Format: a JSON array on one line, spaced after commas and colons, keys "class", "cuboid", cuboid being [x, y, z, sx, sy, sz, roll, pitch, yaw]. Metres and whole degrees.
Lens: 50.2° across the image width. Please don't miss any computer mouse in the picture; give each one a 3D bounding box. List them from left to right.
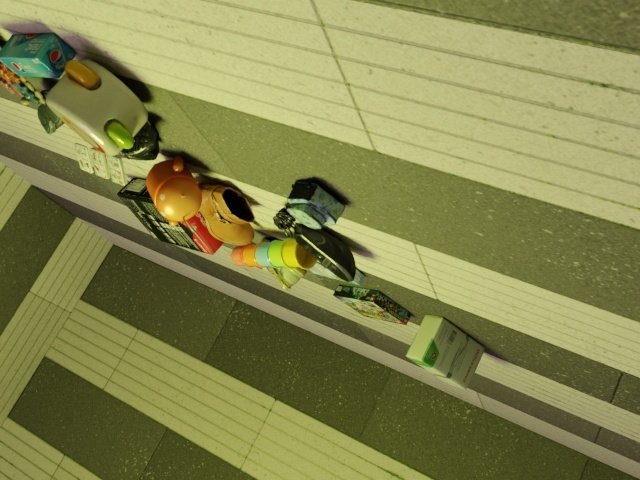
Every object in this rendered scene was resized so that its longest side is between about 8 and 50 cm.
[{"class": "computer mouse", "cuboid": [0.000, 0.000, 1.810, 0.272, 0.072, 0.188, 41, 166, -3]}]

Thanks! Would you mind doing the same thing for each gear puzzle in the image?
[{"class": "gear puzzle", "cuboid": [-0.819, -0.458, 1.664, 0.176, 0.044, 0.339, 28, 160, 33]}]

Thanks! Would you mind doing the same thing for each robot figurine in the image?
[{"class": "robot figurine", "cuboid": [-0.393, -0.136, 1.831, 0.128, 0.158, 0.219, 39, -171, -42]}]

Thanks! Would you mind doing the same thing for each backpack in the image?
[{"class": "backpack", "cuboid": [-0.012, -0.073, 1.533, 0.114, 0.084, 0.105, 32, 167, -26]}]

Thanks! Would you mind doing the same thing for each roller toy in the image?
[{"class": "roller toy", "cuboid": [-0.485, -0.296, 1.496, 0.209, 0.146, 0.191, 43, 168, -22]}]

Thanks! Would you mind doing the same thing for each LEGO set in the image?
[{"class": "LEGO set", "cuboid": [-0.552, -0.272, 1.692, 0.183, 0.060, 0.244, 20, 130, 32]}]

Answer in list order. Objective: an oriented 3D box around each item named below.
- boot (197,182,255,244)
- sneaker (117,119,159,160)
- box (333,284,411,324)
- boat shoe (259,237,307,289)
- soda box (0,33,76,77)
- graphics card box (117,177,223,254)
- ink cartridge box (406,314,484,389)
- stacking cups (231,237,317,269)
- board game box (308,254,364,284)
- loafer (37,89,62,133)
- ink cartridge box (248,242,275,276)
[{"class": "boot", "cuboid": [-0.245, -0.073, 1.955, 0.220, 0.109, 0.283, 4, 146, 48]}, {"class": "sneaker", "cuboid": [-0.451, -0.254, 1.731, 0.124, 0.107, 0.283, 15, 177, -37]}, {"class": "box", "cuboid": [0.168, 0.212, 2.257, 0.159, 0.044, 0.233, 36, 163, -27]}, {"class": "boat shoe", "cuboid": [-0.141, 0.070, 2.154, 0.105, 0.089, 0.285, 39, 177, -27]}, {"class": "soda box", "cuboid": [-0.635, -0.411, 1.517, 0.210, 0.071, 0.067, 15, 160, 41]}, {"class": "graphics card box", "cuboid": [-0.491, -0.083, 2.246, 0.371, 0.094, 0.232, 10, 143, 47]}, {"class": "ink cartridge box", "cuboid": [0.388, 0.345, 2.108, 0.208, 0.153, 0.087, 36, 164, -26]}, {"class": "stacking cups", "cuboid": [-0.145, 0.036, 2.041, 0.316, 0.096, 0.096, 0, 149, 47]}, {"class": "board game box", "cuboid": [0.008, 0.066, 2.059, 0.212, 0.039, 0.160, 12, 159, 48]}, {"class": "loafer", "cuboid": [-0.705, -0.360, 1.847, 0.268, 0.084, 0.096, -9, 110, 61]}, {"class": "ink cartridge box", "cuboid": [-0.207, 0.069, 2.448, 0.146, 0.045, 0.179, 28, 168, -2]}]
